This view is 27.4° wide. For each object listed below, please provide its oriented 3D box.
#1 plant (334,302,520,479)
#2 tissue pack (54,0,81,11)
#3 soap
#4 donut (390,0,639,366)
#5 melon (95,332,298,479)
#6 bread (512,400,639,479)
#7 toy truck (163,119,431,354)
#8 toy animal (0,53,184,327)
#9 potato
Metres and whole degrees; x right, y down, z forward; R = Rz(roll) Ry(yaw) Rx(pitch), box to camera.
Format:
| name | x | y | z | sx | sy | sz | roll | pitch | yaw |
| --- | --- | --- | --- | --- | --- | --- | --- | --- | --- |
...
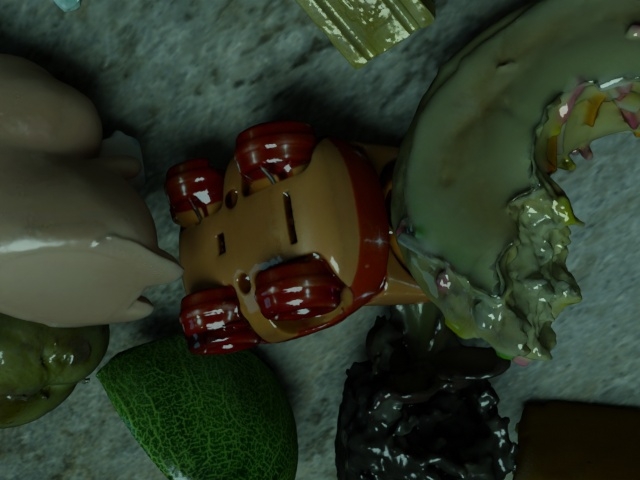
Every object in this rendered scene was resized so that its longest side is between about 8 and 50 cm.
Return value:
| name | x | y | z | sx | sy | sz | roll | pitch | yaw |
| --- | --- | --- | --- | --- | --- | --- | --- | --- | --- |
| plant | 0.108 | 0.187 | 1.364 | 0.178 | 0.204 | 0.234 | 13 | 133 | -5 |
| tissue pack | -0.192 | -0.379 | 0.826 | 0.162 | 0.287 | 0.388 | -23 | 119 | 17 |
| soap | -0.009 | -0.267 | 1.139 | 0.092 | 0.037 | 0.252 | -31 | 116 | 26 |
| donut | 0.233 | -0.074 | 1.086 | 0.371 | 0.307 | 0.150 | -28 | 143 | 6 |
| melon | -0.091 | 0.206 | 1.391 | 0.129 | 0.169 | 0.265 | -42 | 126 | 7 |
| bread | 0.383 | 0.252 | 1.393 | 0.361 | 0.138 | 0.077 | 5 | 129 | 6 |
| toy truck | 0.000 | 0.000 | 1.249 | 0.239 | 0.189 | 0.265 | 3 | 163 | -42 |
| toy animal | -0.263 | -0.057 | 1.223 | 0.213 | 0.256 | 0.195 | -3 | 149 | -30 |
| potato | -0.393 | 0.083 | 1.351 | 0.351 | 0.202 | 0.218 | 10 | 129 | 0 |
